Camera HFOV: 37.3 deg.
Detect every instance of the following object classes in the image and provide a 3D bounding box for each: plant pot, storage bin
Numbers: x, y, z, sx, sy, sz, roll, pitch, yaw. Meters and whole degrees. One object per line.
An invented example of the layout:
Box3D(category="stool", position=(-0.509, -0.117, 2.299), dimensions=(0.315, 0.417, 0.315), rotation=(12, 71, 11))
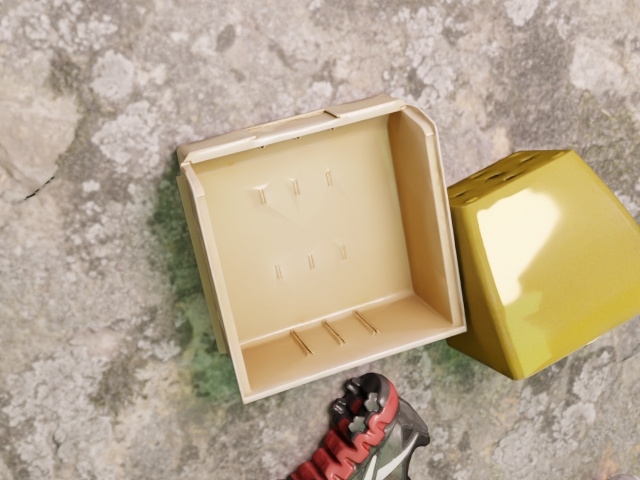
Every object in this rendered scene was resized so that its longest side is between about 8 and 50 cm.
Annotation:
Box3D(category="plant pot", position=(0.233, 0.009, 1.082), dimensions=(0.212, 0.212, 0.187), rotation=(-27, 100, -10))
Box3D(category="storage bin", position=(0.000, 0.000, 1.030), dimensions=(0.262, 0.123, 0.260), rotation=(-16, 111, -14))

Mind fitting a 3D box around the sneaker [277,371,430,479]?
Box3D(category="sneaker", position=(0.032, 0.299, 1.146), dimensions=(0.135, 0.097, 0.276), rotation=(35, 91, -23))

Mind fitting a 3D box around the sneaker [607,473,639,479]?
Box3D(category="sneaker", position=(0.331, 0.417, 1.284), dimensions=(0.281, 0.105, 0.115), rotation=(-45, 115, -1))
